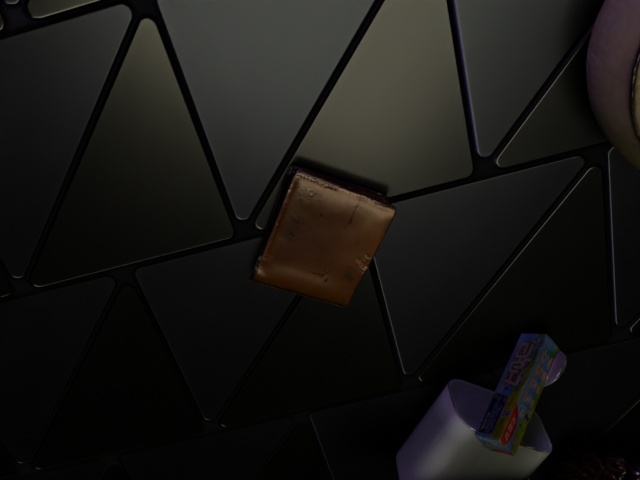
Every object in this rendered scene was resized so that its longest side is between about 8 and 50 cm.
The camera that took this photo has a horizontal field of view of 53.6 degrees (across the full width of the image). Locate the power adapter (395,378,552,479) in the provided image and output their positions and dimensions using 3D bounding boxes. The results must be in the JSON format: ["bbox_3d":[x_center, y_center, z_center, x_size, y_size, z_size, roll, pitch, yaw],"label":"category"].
[{"bbox_3d":[0.241,0.381,1.085,0.187,0.124,0.255,22,117,-12],"label":"power adapter"}]

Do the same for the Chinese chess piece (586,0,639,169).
[{"bbox_3d":[0.498,-0.222,0.758,0.337,0.140,0.338,0,117,-1],"label":"Chinese chess piece"}]

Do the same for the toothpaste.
[{"bbox_3d":[0.311,0.232,0.968,0.044,0.193,0.070,46,152,-22],"label":"toothpaste"}]

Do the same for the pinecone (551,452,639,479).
[{"bbox_3d":[0.514,0.468,1.109,0.207,0.208,0.208,-1,119,-2],"label":"pinecone"}]

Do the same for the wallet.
[{"bbox_3d":[0.001,-0.001,0.915,0.160,0.042,0.196,18,118,-7],"label":"wallet"}]
